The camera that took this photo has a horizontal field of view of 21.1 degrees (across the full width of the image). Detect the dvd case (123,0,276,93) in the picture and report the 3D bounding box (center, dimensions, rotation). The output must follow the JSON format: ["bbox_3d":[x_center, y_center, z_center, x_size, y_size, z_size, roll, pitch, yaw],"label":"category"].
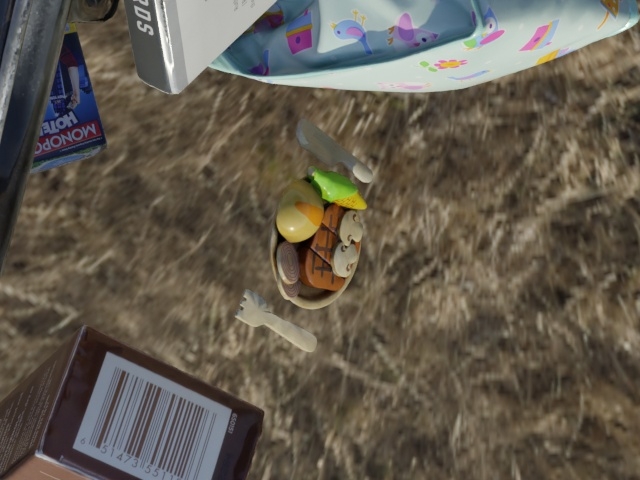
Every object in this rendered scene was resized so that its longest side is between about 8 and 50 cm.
[{"bbox_3d":[-0.014,-0.203,0.790,0.030,0.238,0.179,25,143,25],"label":"dvd case"}]

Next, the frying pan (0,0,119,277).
[{"bbox_3d":[-0.077,-0.095,0.482,0.053,0.326,0.197,13,122,-8],"label":"frying pan"}]

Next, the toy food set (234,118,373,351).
[{"bbox_3d":[0.000,0.000,1.545,0.038,0.132,0.192,6,72,41],"label":"toy food set"}]

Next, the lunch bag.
[{"bbox_3d":[0.060,-0.183,1.261,0.262,0.223,0.160,-14,87,41],"label":"lunch bag"}]

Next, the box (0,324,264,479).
[{"bbox_3d":[-0.230,0.233,1.610,0.191,0.143,0.381,27,147,-17],"label":"box"}]

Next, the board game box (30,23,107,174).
[{"bbox_3d":[-0.307,-0.107,1.652,0.194,0.060,0.194,-15,83,-2],"label":"board game box"}]
